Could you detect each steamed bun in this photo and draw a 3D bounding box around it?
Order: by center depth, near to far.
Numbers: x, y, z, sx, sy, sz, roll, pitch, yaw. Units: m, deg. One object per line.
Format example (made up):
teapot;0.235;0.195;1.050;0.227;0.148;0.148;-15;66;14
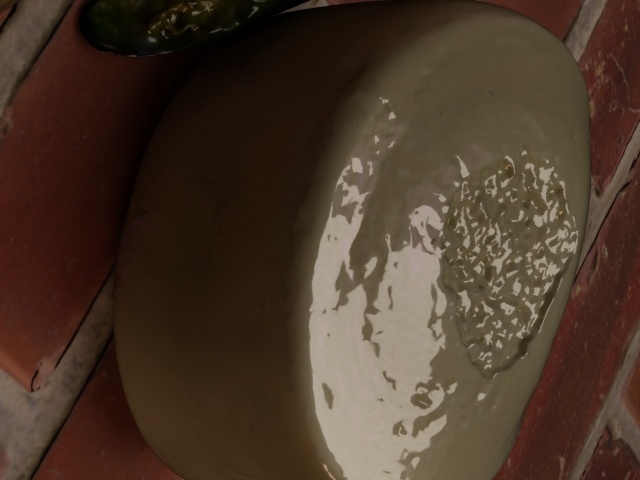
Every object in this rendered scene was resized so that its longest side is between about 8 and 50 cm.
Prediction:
steamed bun;0.000;0.000;1.589;0.290;0.371;0.455;24;76;-40

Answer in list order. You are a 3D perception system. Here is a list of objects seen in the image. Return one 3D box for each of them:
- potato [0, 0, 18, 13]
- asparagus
potato;-0.276;-0.200;1.365;0.089;0.101;0.172;-52;142;-22
asparagus;-0.045;-0.251;1.634;0.382;0.128;0.108;-30;118;-44
